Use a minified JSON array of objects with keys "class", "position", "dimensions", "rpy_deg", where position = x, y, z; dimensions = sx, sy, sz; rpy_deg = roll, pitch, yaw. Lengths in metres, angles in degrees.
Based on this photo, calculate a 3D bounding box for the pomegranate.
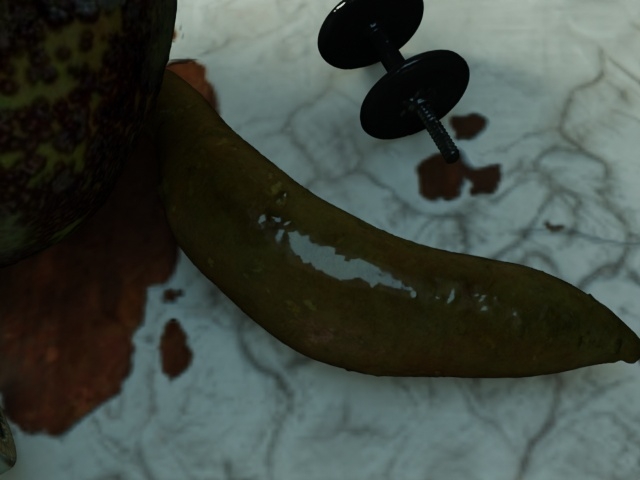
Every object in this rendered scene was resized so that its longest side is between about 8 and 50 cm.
[{"class":"pomegranate","position":[-0.225,-0.120,0.499],"dimensions":[0.285,0.340,0.285],"rpy_deg":[-1,87,20]}]

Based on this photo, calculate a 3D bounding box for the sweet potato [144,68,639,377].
[{"class":"sweet potato","position":[-0.007,0.001,0.589],"dimensions":[0.346,0.079,0.108],"rpy_deg":[32,39,18]}]

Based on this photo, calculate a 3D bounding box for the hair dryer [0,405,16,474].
[{"class":"hair dryer","position":[-0.177,0.201,0.482],"dimensions":[0.173,0.107,0.357],"rpy_deg":[-29,71,-10]}]

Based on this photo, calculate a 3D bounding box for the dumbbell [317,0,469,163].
[{"class":"dumbbell","position":[0.041,-0.104,0.642],"dimensions":[0.069,0.069,0.147],"rpy_deg":[-24,64,-11]}]
